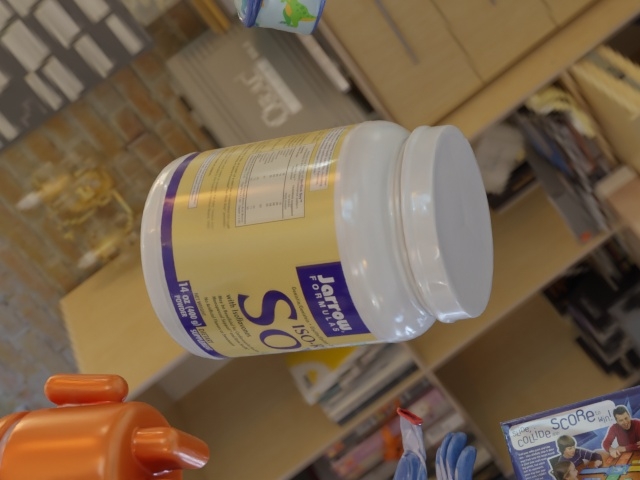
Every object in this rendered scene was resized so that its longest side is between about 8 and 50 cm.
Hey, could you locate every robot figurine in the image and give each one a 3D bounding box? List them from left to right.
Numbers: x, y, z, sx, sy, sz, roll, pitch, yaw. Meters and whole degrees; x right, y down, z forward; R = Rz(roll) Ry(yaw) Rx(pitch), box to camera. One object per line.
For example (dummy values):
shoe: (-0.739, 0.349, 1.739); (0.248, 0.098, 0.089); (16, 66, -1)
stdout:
robot figurine: (-0.205, 0.204, 0.966); (0.128, 0.220, 0.158); (-46, -54, -65)

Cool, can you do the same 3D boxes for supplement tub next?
supplement tub: (0.000, 0.000, 1.251); (0.241, 0.331, 0.240); (-8, -90, -66)

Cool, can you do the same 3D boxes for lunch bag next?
lunch bag: (-0.037, -0.320, 1.109); (0.219, 0.090, 0.176); (-100, 21, -46)

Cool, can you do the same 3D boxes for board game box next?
board game box: (0.288, 0.214, 1.095); (0.035, 0.201, 0.136); (57, -162, -69)

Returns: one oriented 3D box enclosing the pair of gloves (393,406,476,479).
pair of gloves: (0.104, 0.243, 1.055); (0.198, 0.023, 0.159); (-168, 75, -71)
